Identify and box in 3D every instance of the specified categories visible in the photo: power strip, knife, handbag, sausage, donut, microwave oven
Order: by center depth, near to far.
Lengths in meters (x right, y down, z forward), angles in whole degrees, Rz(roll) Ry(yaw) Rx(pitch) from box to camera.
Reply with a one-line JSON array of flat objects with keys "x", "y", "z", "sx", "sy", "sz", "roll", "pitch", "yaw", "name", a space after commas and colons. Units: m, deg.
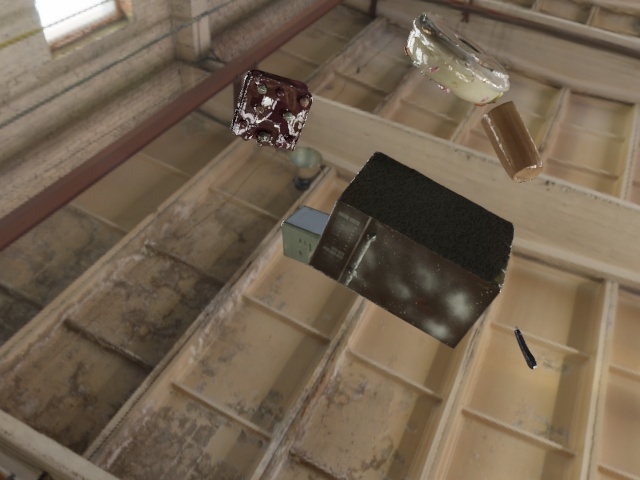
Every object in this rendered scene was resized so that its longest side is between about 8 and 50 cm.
[{"x": 0.247, "y": 0.008, "z": 1.475, "sx": 0.432, "sy": 0.236, "sz": 0.374, "roll": 29, "pitch": -141, "yaw": 5, "name": "microwave oven"}, {"x": 0.554, "y": 0.291, "z": 1.524, "sx": 0.018, "sy": 0.031, "sz": 0.121, "roll": -19, "pitch": -106, "yaw": -9, "name": "knife"}, {"x": -0.144, "y": -0.380, "z": 1.666, "sx": 0.203, "sy": 0.216, "sz": 0.074, "roll": 13, "pitch": -151, "yaw": -19, "name": "handbag"}, {"x": 0.000, "y": 0.000, "z": 1.811, "sx": 0.224, "sy": 0.140, "sz": 0.139, "roll": 21, "pitch": -139, "yaw": 28, "name": "power strip"}, {"x": 0.437, "y": -0.578, "z": 1.818, "sx": 0.382, "sy": 0.142, "sz": 0.383, "roll": 27, "pitch": -148, "yaw": -18, "name": "donut"}, {"x": 0.626, "y": -0.313, "z": 1.823, "sx": 0.123, "sy": 0.123, "sz": 0.253, "roll": -20, "pitch": -100, "yaw": -26, "name": "sausage"}]
